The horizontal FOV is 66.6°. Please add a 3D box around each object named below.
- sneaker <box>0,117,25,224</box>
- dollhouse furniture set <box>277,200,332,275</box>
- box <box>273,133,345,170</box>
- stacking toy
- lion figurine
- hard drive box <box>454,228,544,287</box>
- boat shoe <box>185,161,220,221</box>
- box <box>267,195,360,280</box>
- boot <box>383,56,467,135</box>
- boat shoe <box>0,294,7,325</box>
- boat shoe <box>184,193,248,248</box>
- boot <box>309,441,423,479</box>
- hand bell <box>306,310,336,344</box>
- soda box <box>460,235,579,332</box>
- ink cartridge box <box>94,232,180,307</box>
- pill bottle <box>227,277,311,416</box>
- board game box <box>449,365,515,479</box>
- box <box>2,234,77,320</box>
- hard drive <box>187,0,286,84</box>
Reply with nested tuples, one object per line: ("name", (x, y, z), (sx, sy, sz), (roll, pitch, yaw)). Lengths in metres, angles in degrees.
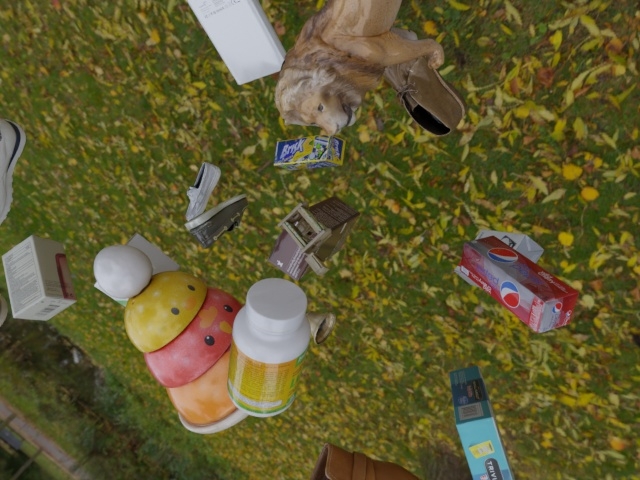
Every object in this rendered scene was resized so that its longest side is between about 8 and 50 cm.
("sneaker", (-0.655, -0.126, 0.942), (0.090, 0.095, 0.235), (15, 98, -5))
("dollhouse furniture set", (0.000, 0.000, 1.351), (0.182, 0.101, 0.161), (50, -169, 19))
("box", (-0.027, -0.191, 1.066), (0.169, 0.059, 0.054), (4, 175, 44))
("stacking toy", (-0.340, 0.195, 1.150), (0.350, 0.351, 0.480), (-9, 132, 44))
("lion figurine", (0.069, -0.326, 0.629), (0.142, 0.240, 0.392), (-120, 30, -41))
("hard drive box", (0.565, 0.068, 1.563), (0.089, 0.181, 0.232), (36, 175, -15))
("boat shoe", (-0.359, -0.143, 1.434), (0.063, 0.184, 0.066), (27, -176, -38))
("box", (-0.011, -0.020, 1.733), (0.143, 0.381, 0.191), (36, 117, 13))
("boot", (0.218, -0.374, 1.165), (0.305, 0.115, 0.112), (40, 143, -5))
("boat shoe", (-0.684, 0.055, 0.796), (0.324, 0.117, 0.097), (30, 164, -1))
("boat shoe", (-0.292, -0.063, 1.455), (0.109, 0.305, 0.091), (-23, 101, 24))
("boot", (0.042, 0.291, 0.425), (0.152, 0.197, 0.073), (29, 129, -7))
("hand bell", (-0.077, 0.268, 1.783), (0.242, 0.126, 0.126), (25, 141, 27))
("soda box", (0.428, 0.088, 1.077), (0.263, 0.092, 0.083), (-129, 33, -54))
("ink cartridge box", (-0.514, 0.099, 1.365), (0.154, 0.093, 0.212), (39, 134, -14))
("pill bottle", (-0.092, 0.190, 0.871), (0.136, 0.136, 0.246), (26, 129, 17))
("board game box", (0.384, 0.494, 1.100), (0.079, 0.254, 0.336), (-18, 96, 14))
("box", (-0.922, 0.125, 1.597), (0.148, 0.127, 0.232), (-30, 68, 13))
("hard drive", (-0.240, -0.612, 1.392), (0.203, 0.040, 0.307), (-5, 133, 36))
